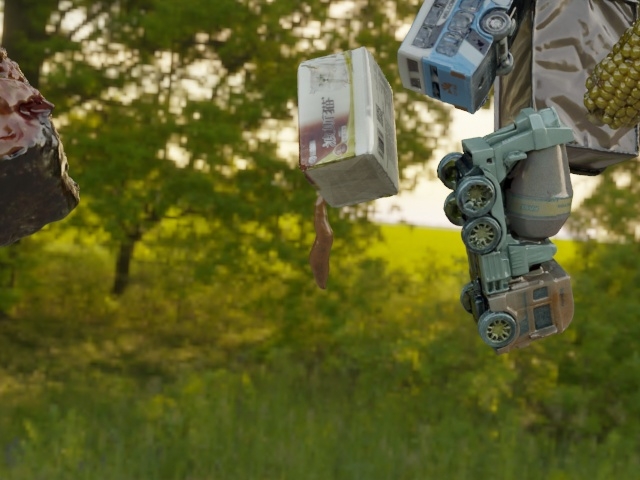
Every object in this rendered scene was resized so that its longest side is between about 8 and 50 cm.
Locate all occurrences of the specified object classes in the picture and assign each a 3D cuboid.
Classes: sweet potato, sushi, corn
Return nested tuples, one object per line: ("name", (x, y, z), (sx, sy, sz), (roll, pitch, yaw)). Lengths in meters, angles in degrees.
("sweet potato", (0.003, 0.002, 1.935), (0.044, 0.179, 0.044), (1, 20, 0))
("sushi", (-0.386, -0.112, 1.206), (0.196, 0.182, 0.343), (-30, 39, -14))
("corn", (0.419, -0.254, 1.365), (0.097, 0.320, 0.097), (20, 38, -17))

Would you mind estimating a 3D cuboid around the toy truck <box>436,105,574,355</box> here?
("toy truck", (0.216, -0.012, 1.259), (0.140, 0.257, 0.108), (-14, 21, -2))

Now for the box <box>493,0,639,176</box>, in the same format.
("box", (0.361, -0.238, 1.695), (0.188, 0.252, 0.153), (6, -7, -15))

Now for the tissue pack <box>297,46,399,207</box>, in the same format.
("tissue pack", (0.031, -0.131, 1.355), (0.099, 0.149, 0.106), (-12, -30, 19))

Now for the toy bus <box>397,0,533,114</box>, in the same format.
("toy bus", (0.220, -0.322, 1.554), (0.131, 0.297, 0.106), (19, -23, 20))
